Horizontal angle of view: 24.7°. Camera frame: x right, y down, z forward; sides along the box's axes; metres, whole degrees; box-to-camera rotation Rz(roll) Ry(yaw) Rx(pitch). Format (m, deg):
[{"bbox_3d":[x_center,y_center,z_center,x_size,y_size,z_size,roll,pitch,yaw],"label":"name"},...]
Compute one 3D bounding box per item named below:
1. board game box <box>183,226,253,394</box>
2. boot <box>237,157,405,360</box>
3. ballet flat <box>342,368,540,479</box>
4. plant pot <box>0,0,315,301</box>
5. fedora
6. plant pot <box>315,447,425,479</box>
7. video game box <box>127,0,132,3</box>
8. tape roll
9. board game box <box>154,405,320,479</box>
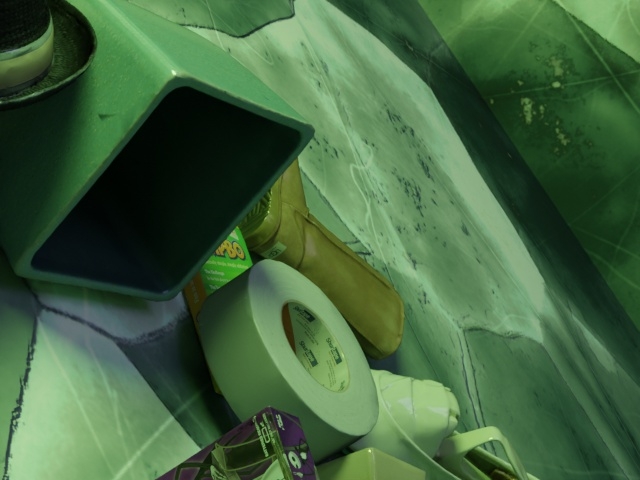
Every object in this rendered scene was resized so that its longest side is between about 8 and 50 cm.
[{"bbox_3d":[-0.104,0.070,1.647,0.124,0.039,0.259,29,36,-50],"label":"board game box"},{"bbox_3d":[0.000,0.000,1.914,0.269,0.089,0.236,41,38,-31],"label":"boot"},{"bbox_3d":[0.145,0.246,1.780,0.400,0.139,0.139,41,25,-31],"label":"ballet flat"},{"bbox_3d":[-0.212,-0.122,1.449,0.252,0.247,0.248,49,16,28],"label":"plant pot"},{"bbox_3d":[-0.347,-0.238,1.231,0.334,0.152,0.334,9,33,-6],"label":"fedora"},{"bbox_3d":[0.045,0.292,1.545,0.109,0.109,0.096,32,42,-45],"label":"plant pot"},{"bbox_3d":[-0.223,-0.217,1.775,0.205,0.048,0.187,54,9,-1],"label":"video game box"},{"bbox_3d":[-0.031,0.130,1.571,0.219,0.072,0.219,46,23,-26],"label":"tape roll"},{"bbox_3d":[-0.058,0.325,1.122,0.056,0.208,0.346,25,35,-47],"label":"board game box"}]
